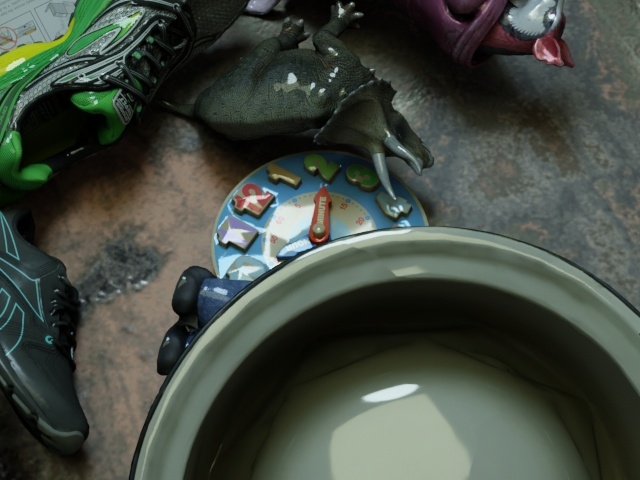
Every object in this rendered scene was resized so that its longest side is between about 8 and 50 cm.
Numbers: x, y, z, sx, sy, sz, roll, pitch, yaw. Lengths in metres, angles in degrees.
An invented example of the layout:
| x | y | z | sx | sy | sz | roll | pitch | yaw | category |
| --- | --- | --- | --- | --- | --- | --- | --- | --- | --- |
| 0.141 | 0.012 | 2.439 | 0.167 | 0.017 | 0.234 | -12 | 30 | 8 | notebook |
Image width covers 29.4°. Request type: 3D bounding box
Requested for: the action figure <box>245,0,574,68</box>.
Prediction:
| x | y | z | sx | sy | sz | roll | pitch | yaw | category |
| --- | --- | --- | --- | --- | --- | --- | --- | --- | --- |
| 0.094 | -0.273 | 1.188 | 0.276 | 0.248 | 0.370 | -39 | 66 | -7 | action figure |

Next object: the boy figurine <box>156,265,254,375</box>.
| x | y | z | sx | sy | sz | roll | pitch | yaw | category |
| --- | --- | --- | --- | --- | --- | --- | --- | --- | --- |
| 0.010 | 0.097 | 1.035 | 0.285 | 0.092 | 0.177 | 14 | 94 | 12 | boy figurine |

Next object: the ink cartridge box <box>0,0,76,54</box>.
| x | y | z | sx | sy | sz | roll | pitch | yaw | category |
| --- | --- | --- | --- | --- | --- | --- | --- | --- | --- |
| -0.378 | -0.211 | 1.232 | 0.296 | 0.261 | 0.066 | -31 | 21 | -18 | ink cartridge box |

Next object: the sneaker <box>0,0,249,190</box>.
| x | y | z | sx | sy | sz | roll | pitch | yaw | category |
| --- | --- | --- | --- | --- | --- | --- | --- | --- | --- |
| -0.194 | -0.162 | 1.195 | 0.343 | 0.134 | 0.146 | -41 | 46 | -12 | sneaker |

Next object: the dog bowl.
| x | y | z | sx | sy | sz | roll | pitch | yaw | category |
| --- | --- | --- | --- | --- | --- | --- | --- | --- | --- |
| 0.073 | 0.203 | 0.878 | 0.408 | 0.150 | 0.407 | 0 | 76 | 0 | dog bowl |

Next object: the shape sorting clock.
| x | y | z | sx | sy | sz | roll | pitch | yaw | category |
| --- | --- | --- | --- | --- | --- | --- | --- | --- | --- |
| 0.000 | 0.000 | 1.141 | 0.206 | 0.040 | 0.206 | -3 | 57 | 4 | shape sorting clock |

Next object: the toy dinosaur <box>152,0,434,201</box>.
| x | y | z | sx | sy | sz | roll | pitch | yaw | category |
| --- | --- | --- | --- | --- | --- | --- | --- | --- | --- |
| -0.036 | -0.146 | 1.169 | 0.314 | 0.121 | 0.160 | 8 | 36 | 17 | toy dinosaur |

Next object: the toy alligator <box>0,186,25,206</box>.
| x | y | z | sx | sy | sz | roll | pitch | yaw | category |
| --- | --- | --- | --- | --- | --- | --- | --- | --- | --- |
| -0.385 | -0.026 | 1.191 | 0.190 | 0.051 | 0.056 | -20 | 57 | -7 | toy alligator |

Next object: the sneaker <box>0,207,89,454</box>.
| x | y | z | sx | sy | sz | roll | pitch | yaw | category |
| --- | --- | --- | --- | --- | --- | --- | --- | --- | --- |
| -0.261 | 0.069 | 1.089 | 0.106 | 0.101 | 0.267 | -28 | 60 | -16 | sneaker |
